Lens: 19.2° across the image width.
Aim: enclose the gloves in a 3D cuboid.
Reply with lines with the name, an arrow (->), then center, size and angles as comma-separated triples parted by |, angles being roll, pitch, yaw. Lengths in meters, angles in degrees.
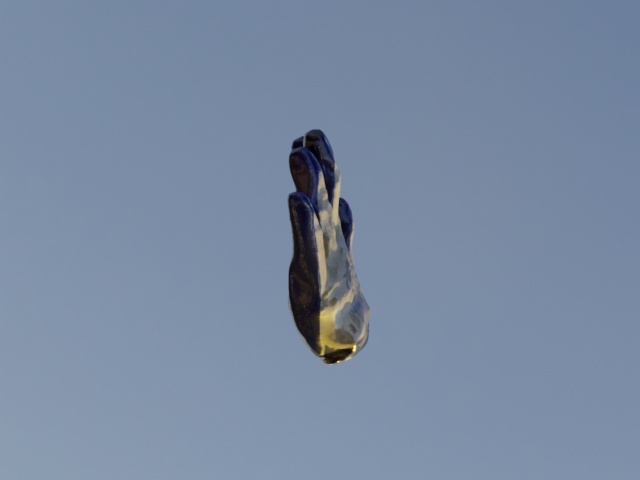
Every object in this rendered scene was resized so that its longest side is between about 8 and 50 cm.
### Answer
gloves -> 0.000, 0.000, 0.712 | 0.026, 0.064, 0.086 | -8, -68, 11
